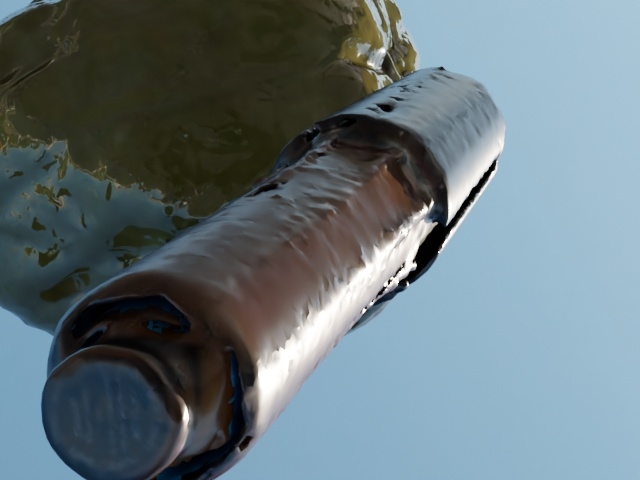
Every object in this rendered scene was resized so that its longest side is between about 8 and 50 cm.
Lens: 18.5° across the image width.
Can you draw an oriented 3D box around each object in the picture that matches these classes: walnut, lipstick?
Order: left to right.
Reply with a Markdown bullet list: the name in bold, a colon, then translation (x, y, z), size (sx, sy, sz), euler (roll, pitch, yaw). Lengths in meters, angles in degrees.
- **walnut**: translation (-0.069, -0.053, 1.142), size (0.277, 0.253, 0.282), euler (-28, -162, 7)
- **lipstick**: translation (0.000, 0.000, 0.737), size (0.077, 0.077, 0.418), euler (22, -161, 10)
